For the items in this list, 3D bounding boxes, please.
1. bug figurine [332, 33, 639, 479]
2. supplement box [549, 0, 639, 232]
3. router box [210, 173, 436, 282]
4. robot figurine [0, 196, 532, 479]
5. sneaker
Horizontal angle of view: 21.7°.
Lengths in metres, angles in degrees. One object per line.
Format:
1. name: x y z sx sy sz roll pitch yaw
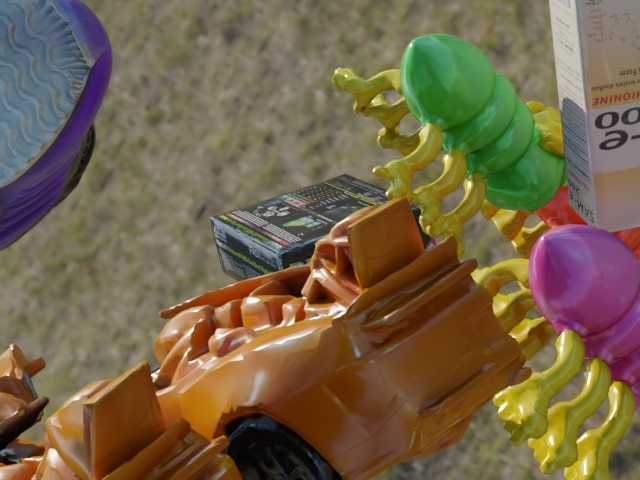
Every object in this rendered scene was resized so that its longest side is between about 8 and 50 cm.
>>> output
1. bug figurine: 0.110 0.026 0.606 0.072 0.216 0.279 -40 39 14
2. supplement box: 0.114 -0.058 0.571 0.036 0.062 0.098 -116 15 -69
3. router box: 0.000 0.000 0.955 0.122 0.092 0.038 -154 49 -66
4. robot figurine: -0.081 0.078 0.533 0.211 0.085 0.291 -33 7 -41
5. sneaker: -0.183 -0.069 0.986 0.146 0.102 0.293 -28 -7 -44
